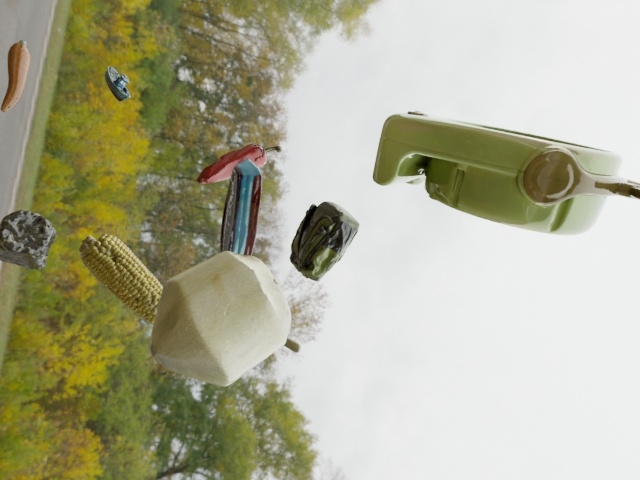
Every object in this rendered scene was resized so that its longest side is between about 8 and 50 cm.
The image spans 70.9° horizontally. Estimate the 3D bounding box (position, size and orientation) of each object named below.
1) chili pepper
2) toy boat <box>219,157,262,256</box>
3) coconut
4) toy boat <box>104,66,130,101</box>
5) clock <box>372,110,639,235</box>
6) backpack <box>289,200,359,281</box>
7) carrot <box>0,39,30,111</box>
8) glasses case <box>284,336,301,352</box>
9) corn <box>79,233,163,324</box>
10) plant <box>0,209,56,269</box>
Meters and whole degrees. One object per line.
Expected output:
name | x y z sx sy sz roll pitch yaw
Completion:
chili pepper | -0.335 -0.319 1.856 0.110 0.387 0.110 38 -36 34
toy boat | -0.231 -0.046 1.276 0.136 0.079 0.392 50 -41 34
coconut | -0.202 0.157 0.881 0.237 0.266 0.237 48 -20 24
toy boat | -0.636 -0.497 1.423 0.061 0.060 0.137 -35 -112 14
clock | 0.235 -0.080 0.535 0.308 0.235 0.096 21 -70 29
backpack | 0.000 0.000 1.430 0.253 0.140 0.207 -58 -154 6
carrot | -0.558 -0.302 0.824 0.035 0.035 0.142 -3 -101 61
glasses case | -0.096 0.341 1.479 0.083 0.021 0.032 19 -81 40
corn | -0.578 0.113 1.350 0.130 0.347 0.130 -45 -176 4
plant | -0.756 0.001 1.149 0.194 0.132 0.129 -19 -126 52
